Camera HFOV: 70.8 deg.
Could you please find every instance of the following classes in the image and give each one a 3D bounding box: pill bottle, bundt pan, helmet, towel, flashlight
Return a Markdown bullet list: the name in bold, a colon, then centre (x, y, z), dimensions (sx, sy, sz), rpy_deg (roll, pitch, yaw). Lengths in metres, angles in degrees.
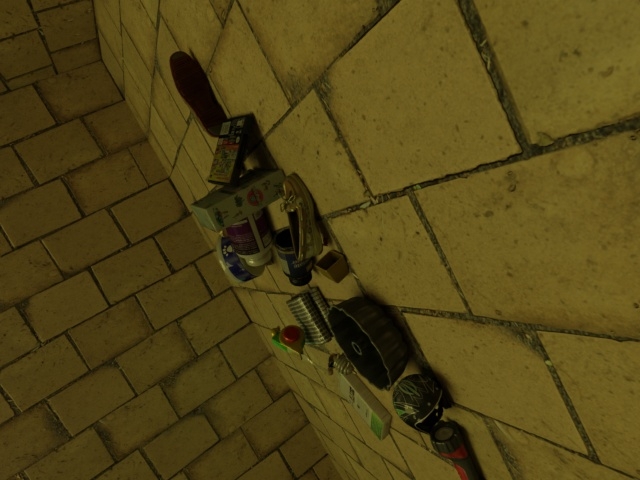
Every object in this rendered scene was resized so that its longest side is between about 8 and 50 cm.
- **pill bottle**: centre (-0.317, -0.048, 1.974), dimensions (0.181, 0.181, 0.323), rpy_deg (34, 147, 47)
- **bundt pan**: centre (0.165, 0.322, 1.489), dimensions (0.331, 0.124, 0.331), rpy_deg (47, 156, 28)
- **pill bottle**: centre (-0.095, 0.069, 1.724), dimensions (0.122, 0.122, 0.219), rpy_deg (38, 151, 42)
- **helmet**: centre (0.299, 0.486, 1.360), dimensions (0.162, 0.169, 0.169), rpy_deg (51, 164, -27)
- **towel**: centre (-0.044, 0.337, 1.968), dimensions (0.235, 0.121, 0.283), rpy_deg (59, 159, 3)
- **flashlight**: centre (0.441, 0.722, 1.438), dimensions (0.103, 0.103, 0.304), rpy_deg (8, 125, 62)

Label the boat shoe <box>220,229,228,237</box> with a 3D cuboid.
- **boat shoe**: centre (-0.418, -0.086, 2.036), dimensions (0.059, 0.063, 0.170), rpy_deg (36, 122, 46)

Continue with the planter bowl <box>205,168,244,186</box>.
- **planter bowl**: centre (-0.392, -0.288, 1.890), dimensions (0.109, 0.162, 0.162), rpy_deg (36, 163, -14)

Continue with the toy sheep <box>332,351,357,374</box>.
- **toy sheep**: centre (0.106, 0.540, 1.961), dimensions (0.132, 0.091, 0.091), rpy_deg (34, 148, 37)

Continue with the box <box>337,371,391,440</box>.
- **box**: centre (0.195, 0.740, 2.068), dimensions (0.322, 0.058, 0.232), rpy_deg (46, 155, 33)

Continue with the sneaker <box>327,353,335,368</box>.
- **sneaker**: centre (0.056, 0.581, 2.145), dimensions (0.061, 0.064, 0.158), rpy_deg (56, 158, 7)

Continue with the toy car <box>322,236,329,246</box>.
- **toy car**: centre (0.000, 0.000, 1.570), dimensions (0.122, 0.060, 0.041), rpy_deg (6, 81, 44)

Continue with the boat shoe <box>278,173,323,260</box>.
- **boat shoe**: centre (-0.074, -0.078, 1.488), dimensions (0.104, 0.089, 0.286), rpy_deg (-17, 92, 64)

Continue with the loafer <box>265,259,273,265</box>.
- **loafer**: centre (-0.261, 0.071, 2.220), dimensions (0.045, 0.039, 0.125), rpy_deg (-93, -5, -52)

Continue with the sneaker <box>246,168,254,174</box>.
- **sneaker**: centre (-0.256, -0.216, 1.810), dimensions (0.076, 0.064, 0.167), rpy_deg (-124, 18, -58)

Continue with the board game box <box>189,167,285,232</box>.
- **board game box**: centre (-0.288, -0.152, 1.606), dimensions (0.224, 0.303, 0.098), rpy_deg (19, 137, 59)

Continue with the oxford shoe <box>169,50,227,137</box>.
- **oxford shoe**: centre (-0.489, -0.559, 1.768), dimensions (0.348, 0.123, 0.130), rpy_deg (66, 163, -14)

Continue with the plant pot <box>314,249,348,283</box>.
- **plant pot**: centre (0.046, 0.095, 1.517), dimensions (0.081, 0.081, 0.083), rpy_deg (23, 151, 56)

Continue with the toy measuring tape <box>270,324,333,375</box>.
- **toy measuring tape**: centre (-0.068, 0.447, 1.914), dimensions (0.330, 0.121, 0.121), rpy_deg (24, 145, 21)

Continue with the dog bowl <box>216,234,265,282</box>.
- **dog bowl**: centre (-0.380, 0.066, 2.174), dimensions (0.265, 0.104, 0.265), rpy_deg (53, -156, -36)

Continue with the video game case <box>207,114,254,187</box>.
- **video game case**: centre (-0.331, -0.323, 1.641), dimensions (0.274, 0.035, 0.249), rpy_deg (18, 94, 59)
